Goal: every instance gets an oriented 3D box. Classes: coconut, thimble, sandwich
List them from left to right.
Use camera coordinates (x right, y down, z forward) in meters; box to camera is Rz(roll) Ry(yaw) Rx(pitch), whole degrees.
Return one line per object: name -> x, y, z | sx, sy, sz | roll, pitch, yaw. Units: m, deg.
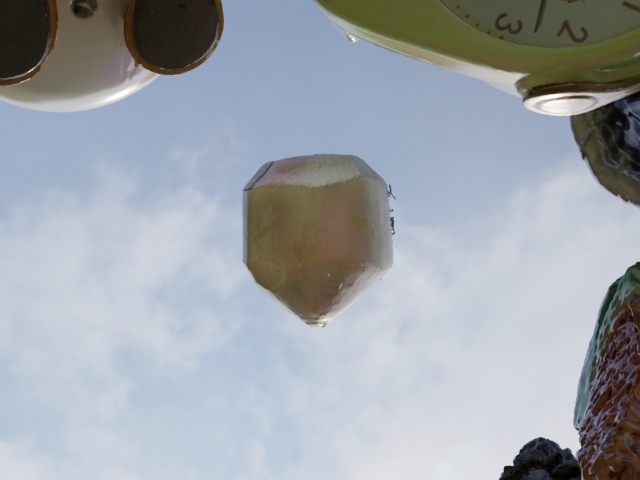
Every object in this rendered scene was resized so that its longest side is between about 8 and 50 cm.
coconut -> 0.000, 0.000, 1.098 | 0.171, 0.171, 0.183 | -3, -87, 33
sandwich -> 0.279, 0.139, 0.831 | 0.162, 0.301, 0.250 | -7, -72, 36
thimble -> 0.367, -0.116, 0.971 | 0.245, 0.157, 0.217 | 41, -70, 32

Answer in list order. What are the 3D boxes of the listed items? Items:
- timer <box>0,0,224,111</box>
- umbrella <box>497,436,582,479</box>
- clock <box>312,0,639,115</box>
timer -> -0.211, -0.223, 0.825 | 0.240, 0.233, 0.233 | 55, -39, 45
umbrella -> 0.276, 0.360, 1.087 | 0.128, 0.154, 0.336 | 22, -42, 56
clock -> 0.181, -0.233, 0.772 | 0.348, 0.117, 0.286 | 30, -90, 20
